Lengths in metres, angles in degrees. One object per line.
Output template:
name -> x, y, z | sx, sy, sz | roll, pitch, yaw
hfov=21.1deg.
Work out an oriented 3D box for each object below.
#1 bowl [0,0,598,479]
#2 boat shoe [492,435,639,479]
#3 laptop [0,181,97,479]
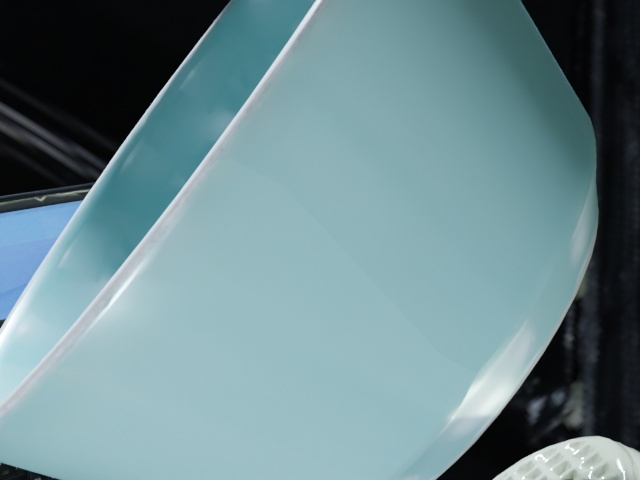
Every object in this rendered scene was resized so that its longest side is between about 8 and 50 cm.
bowl -> 0.000, 0.000, 0.724 | 0.163, 0.311, 0.311 | 36, -133, -11
boat shoe -> 0.080, 0.321, 0.704 | 0.156, 0.187, 0.500 | 32, -125, -28
laptop -> -0.166, 0.099, 1.020 | 0.234, 0.136, 0.264 | -11, -82, -46
